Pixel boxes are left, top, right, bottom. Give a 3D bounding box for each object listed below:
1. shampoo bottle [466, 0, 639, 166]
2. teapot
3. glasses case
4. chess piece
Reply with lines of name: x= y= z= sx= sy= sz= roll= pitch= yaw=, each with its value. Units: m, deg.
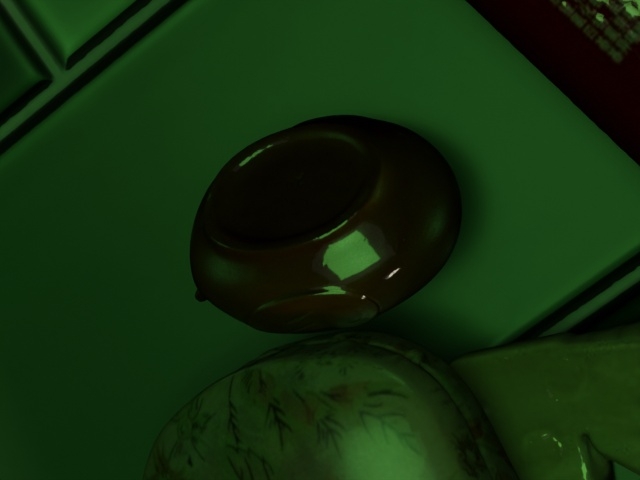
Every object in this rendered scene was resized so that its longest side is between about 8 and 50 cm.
shampoo bottle: x=0.082 y=-0.152 z=0.540 sx=0.314 sy=0.076 sz=0.118 roll=45 pitch=103 yaw=7
teapot: x=0.000 y=0.000 z=0.577 sx=0.129 sy=0.078 sz=0.098 roll=-11 pitch=51 yaw=24
glasses case: x=0.064 y=0.240 z=0.557 sx=0.156 sy=0.098 sz=0.425 roll=-26 pitch=88 yaw=28
chess piece: x=0.153 y=0.067 z=0.545 sx=0.200 sy=0.090 sz=0.090 roll=-13 pitch=91 yaw=25
